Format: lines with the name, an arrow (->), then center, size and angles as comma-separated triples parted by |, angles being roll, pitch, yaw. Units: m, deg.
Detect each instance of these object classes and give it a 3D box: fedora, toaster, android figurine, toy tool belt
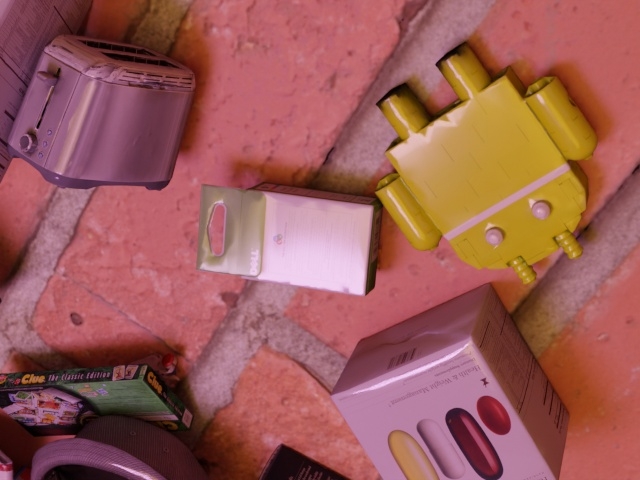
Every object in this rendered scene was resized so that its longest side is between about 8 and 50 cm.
fedora -> -0.242, 0.330, 1.493 | 0.275, 0.124, 0.244 | 24, 132, 4
toaster -> -0.235, -0.143, 1.273 | 0.129, 0.227, 0.147 | 32, 109, 33
android figurine -> 0.187, -0.076, 1.250 | 0.248, 0.056, 0.273 | -30, 100, 26
toy tool belt -> -0.214, 0.177, 1.498 | 0.083, 0.052, 0.051 | -19, 137, 27

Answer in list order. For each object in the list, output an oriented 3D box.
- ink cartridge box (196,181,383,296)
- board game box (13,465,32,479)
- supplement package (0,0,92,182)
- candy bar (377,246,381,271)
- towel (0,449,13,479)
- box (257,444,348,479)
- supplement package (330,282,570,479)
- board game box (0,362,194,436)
ink cartridge box -> -0.036, -0.006, 1.325 | 0.209, 0.062, 0.109 | 8, 103, 13
board game box -> -0.334, 0.519, 1.664 | 0.308, 0.086, 0.302 | 16, 118, 10
supplement package -> -0.412, -0.223, 1.222 | 0.199, 0.198, 0.263 | 23, 81, 6
candy bar -> 0.000, 0.000, 1.363 | 0.161, 0.018, 0.040 | 19, 118, 9
towel -> -0.497, 0.422, 1.615 | 0.237, 0.037, 0.329 | 21, 116, 45
box -> -0.007, 0.397, 1.495 | 0.207, 0.108, 0.153 | 26, 119, 4
supplement package -> 0.157, 0.197, 1.329 | 0.194, 0.149, 0.203 | -27, 103, 26
board game box -> -0.314, 0.218, 1.513 | 0.259, 0.030, 0.136 | -6, 137, 23
